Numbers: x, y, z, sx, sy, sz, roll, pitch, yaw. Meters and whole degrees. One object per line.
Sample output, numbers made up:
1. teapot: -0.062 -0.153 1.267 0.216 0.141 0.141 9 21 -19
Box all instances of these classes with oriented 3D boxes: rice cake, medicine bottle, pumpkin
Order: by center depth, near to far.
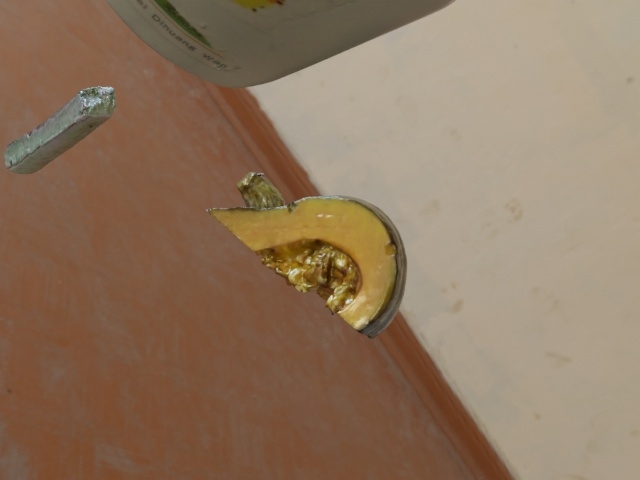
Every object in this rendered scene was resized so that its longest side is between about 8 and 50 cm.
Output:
1. medicine bottle: -0.005 -0.180 0.392 0.161 0.296 0.111 39 62 -31
2. rice cake: -0.245 -0.098 0.688 0.033 0.207 0.033 0 80 -41
3. pumpkin: -0.002 -0.005 0.834 0.248 0.126 0.131 34 4 15
